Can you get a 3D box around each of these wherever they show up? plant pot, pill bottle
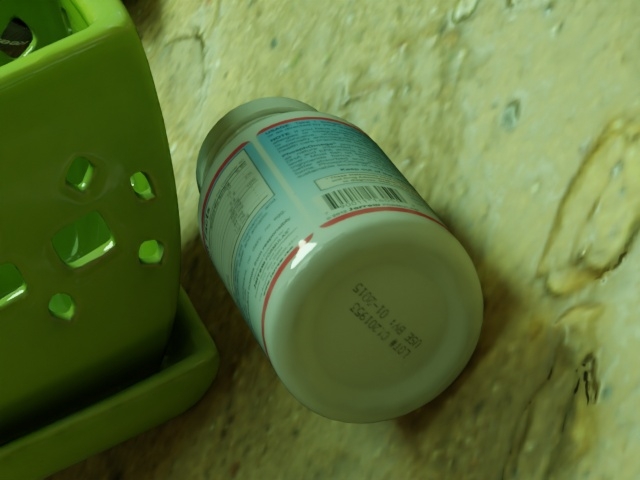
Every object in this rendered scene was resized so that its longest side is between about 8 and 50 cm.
[{"bbox_3d":[-0.180,-0.002,0.898,0.228,0.207,0.227,-24,30,-10],"label":"plant pot"},{"bbox_3d":[0.000,0.000,0.788,0.087,0.087,0.160,-53,29,11],"label":"pill bottle"}]

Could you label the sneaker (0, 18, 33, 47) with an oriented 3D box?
[{"bbox_3d":[-0.181,-0.163,1.237,0.106,0.078,0.234,-59,25,6],"label":"sneaker"}]
